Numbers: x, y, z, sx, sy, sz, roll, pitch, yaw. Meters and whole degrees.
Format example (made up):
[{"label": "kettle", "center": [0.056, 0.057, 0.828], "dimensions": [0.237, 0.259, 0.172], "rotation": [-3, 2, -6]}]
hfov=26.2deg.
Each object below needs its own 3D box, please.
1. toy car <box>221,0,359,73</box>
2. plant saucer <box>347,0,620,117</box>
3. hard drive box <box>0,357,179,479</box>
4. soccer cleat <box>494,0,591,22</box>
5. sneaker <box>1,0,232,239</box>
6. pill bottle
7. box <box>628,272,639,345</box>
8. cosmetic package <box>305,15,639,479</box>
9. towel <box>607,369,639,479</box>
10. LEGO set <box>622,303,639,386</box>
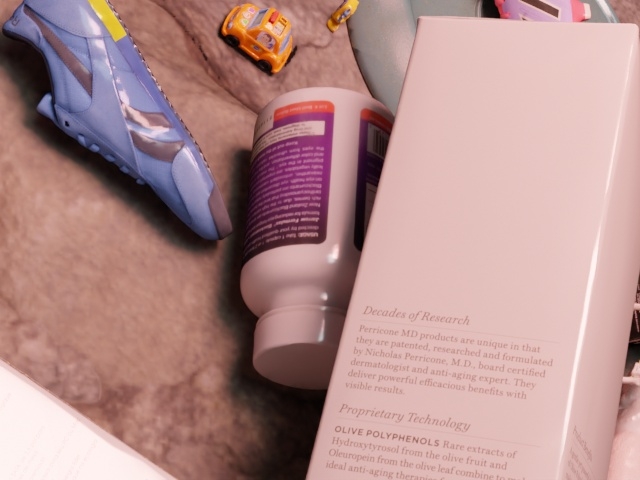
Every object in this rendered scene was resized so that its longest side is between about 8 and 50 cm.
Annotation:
[{"label": "toy car", "center": [-0.021, -0.180, 1.079], "dimensions": [0.060, 0.040, 0.122], "rotation": [50, 50, -2]}, {"label": "plant saucer", "center": [0.166, -0.171, 1.199], "dimensions": [0.317, 0.043, 0.318], "rotation": [15, 59, -26]}, {"label": "hard drive box", "center": [-0.206, 0.162, 0.750], "dimensions": [0.232, 0.089, 0.181], "rotation": [38, 51, -13]}, {"label": "soccer cleat", "center": [0.171, -0.222, 1.162], "dimensions": [0.095, 0.083, 0.248], "rotation": [-1, 70, 0]}, {"label": "sneaker", "center": [-0.139, -0.079, 0.944], "dimensions": [0.082, 0.069, 0.209], "rotation": [-34, 97, -7]}, {"label": "pill bottle", "center": [0.000, 0.000, 0.957], "dimensions": [0.108, 0.108, 0.193], "rotation": [19, 58, -25]}, {"label": "box", "center": [0.314, -0.004, 1.182], "dimensions": [0.184, 0.045, 0.191], "rotation": [6, 74, -40]}, {"label": "cosmetic package", "center": [0.116, 0.059, 0.886], "dimensions": [0.197, 0.155, 0.366], "rotation": [59, 40, -58]}, {"label": "towel", "center": [0.311, 0.307, 1.044], "dimensions": [0.317, 0.053, 0.332], "rotation": [37, 52, -14]}, {"label": "LEGO set", "center": [0.229, 0.015, 1.062], "dimensions": [0.132, 0.107, 0.287], "rotation": [47, 56, -49]}]
